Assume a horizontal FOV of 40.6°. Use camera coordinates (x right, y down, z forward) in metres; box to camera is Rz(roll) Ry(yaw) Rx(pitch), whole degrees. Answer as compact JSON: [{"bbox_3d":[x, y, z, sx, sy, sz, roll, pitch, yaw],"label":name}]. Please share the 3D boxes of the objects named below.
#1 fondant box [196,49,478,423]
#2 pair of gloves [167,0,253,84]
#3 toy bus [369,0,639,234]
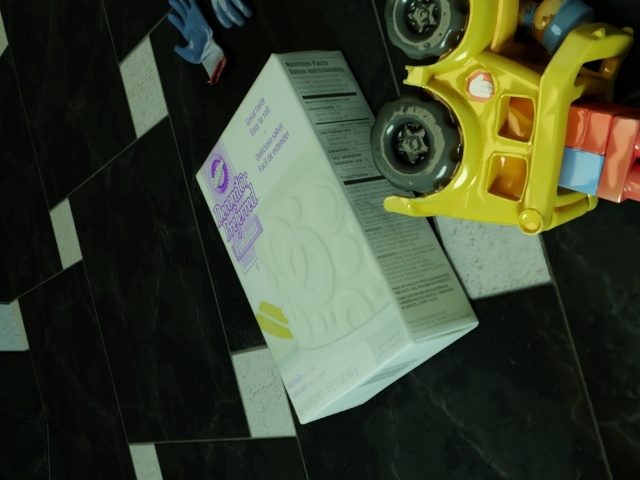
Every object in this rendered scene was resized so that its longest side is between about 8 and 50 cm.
[{"bbox_3d":[0.000,0.000,0.932,0.238,0.096,0.330,-47,61,49],"label":"fondant box"},{"bbox_3d":[-0.142,-0.300,1.105,0.159,0.023,0.198,59,140,28],"label":"pair of gloves"},{"bbox_3d":[0.162,-0.112,0.648,0.211,0.149,0.220,17,111,37],"label":"toy bus"}]
